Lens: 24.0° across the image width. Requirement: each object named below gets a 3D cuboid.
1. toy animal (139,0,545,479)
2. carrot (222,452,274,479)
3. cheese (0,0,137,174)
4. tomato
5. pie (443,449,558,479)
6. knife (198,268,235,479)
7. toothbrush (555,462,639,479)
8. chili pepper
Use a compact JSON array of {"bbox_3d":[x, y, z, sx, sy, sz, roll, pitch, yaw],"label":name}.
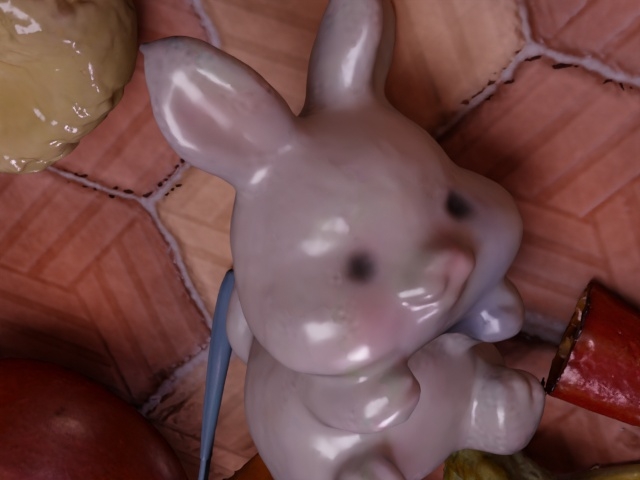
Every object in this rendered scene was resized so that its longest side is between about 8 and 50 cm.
[{"bbox_3d":[0.007,0.006,1.014,0.241,0.196,0.368,29,141,39],"label":"toy animal"},{"bbox_3d":[0.019,0.273,1.228,0.159,0.159,0.225,-12,126,29],"label":"carrot"},{"bbox_3d":[-0.246,-0.145,1.058,0.226,0.117,0.214,31,136,-7],"label":"cheese"},{"bbox_3d":[-0.250,0.214,1.284,0.335,0.176,0.289,-23,134,38],"label":"tomato"},{"bbox_3d":[0.155,0.276,1.172,0.090,0.201,0.248,-11,127,-16],"label":"pie"},{"bbox_3d":[-0.091,0.177,1.173,0.019,0.044,0.313,8,89,2],"label":"knife"},{"bbox_3d":[0.292,0.165,1.116,0.288,0.024,0.021,-14,115,32],"label":"toothbrush"},{"bbox_3d":[0.251,0.098,1.065,0.169,0.065,0.088,20,104,0],"label":"chili pepper"}]
